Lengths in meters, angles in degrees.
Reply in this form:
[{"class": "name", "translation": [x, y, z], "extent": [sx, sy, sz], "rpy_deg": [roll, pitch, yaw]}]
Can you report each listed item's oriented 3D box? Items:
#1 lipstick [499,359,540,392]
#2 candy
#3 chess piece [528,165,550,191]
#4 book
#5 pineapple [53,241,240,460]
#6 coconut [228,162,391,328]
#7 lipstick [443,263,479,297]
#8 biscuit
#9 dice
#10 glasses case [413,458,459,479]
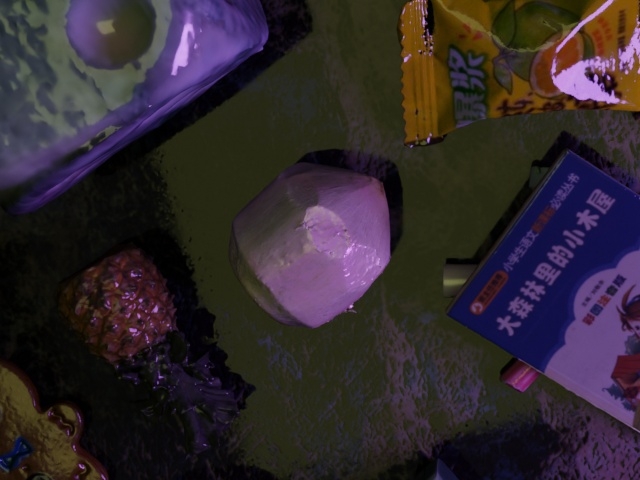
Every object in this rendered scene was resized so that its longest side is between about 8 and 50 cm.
[{"class": "lipstick", "translation": [0.281, 0.079, 1.799], "extent": [0.053, 0.053, 0.234], "rpy_deg": [44, 105, -1]}, {"class": "candy", "translation": [0.228, -0.194, 1.734], "extent": [0.297, 0.081, 0.187], "rpy_deg": [-7, 122, 1]}, {"class": "chess piece", "translation": [0.243, -0.028, 1.780], "extent": [0.067, 0.067, 0.103], "rpy_deg": [5, 91, 7]}, {"class": "book", "translation": [0.326, 0.073, 1.759], "extent": [0.322, 0.018, 0.228], "rpy_deg": [30, 108, -12]}, {"class": "pineapple", "translation": [-0.188, 0.126, 1.834], "extent": [0.128, 0.128, 0.248], "rpy_deg": [-32, 98, 11]}, {"class": "coconut", "translation": [0.000, 0.000, 1.766], "extent": [0.183, 0.171, 0.171], "rpy_deg": [-35, 93, 14]}, {"class": "lipstick", "translation": [0.201, 0.045, 1.806], "extent": [0.130, 0.038, 0.038], "rpy_deg": [0, 99, 8]}, {"class": "biscuit", "translation": [-0.360, 0.236, 1.916], "extent": [0.236, 0.039, 0.180], "rpy_deg": [46, 103, 1]}, {"class": "dice", "translation": [-0.266, -0.248, 1.673], "extent": [0.330, 0.328, 0.348], "rpy_deg": [-29, 95, 12]}, {"class": "glasses case", "translation": [0.176, 0.330, 1.836], "extent": [0.039, 0.078, 0.184], "rpy_deg": [-40, 93, 8]}]
